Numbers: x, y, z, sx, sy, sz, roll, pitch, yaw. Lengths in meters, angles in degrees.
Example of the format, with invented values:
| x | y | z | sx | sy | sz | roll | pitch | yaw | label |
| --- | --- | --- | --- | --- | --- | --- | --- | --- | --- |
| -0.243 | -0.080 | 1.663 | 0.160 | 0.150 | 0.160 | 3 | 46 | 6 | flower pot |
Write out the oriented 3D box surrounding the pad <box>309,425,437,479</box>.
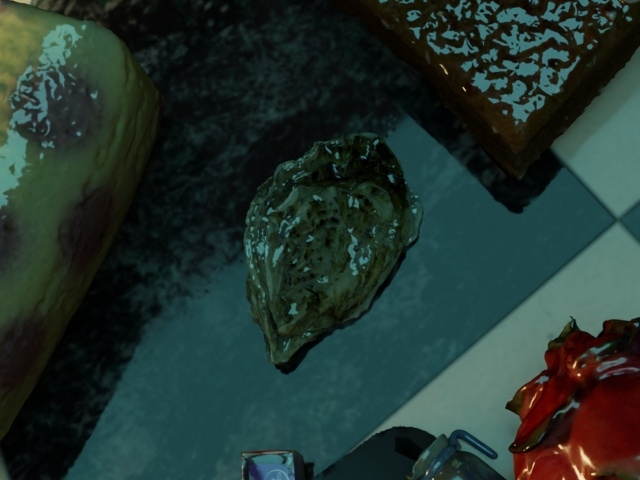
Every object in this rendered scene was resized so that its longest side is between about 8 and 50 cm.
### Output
| x | y | z | sx | sy | sz | roll | pitch | yaw | label |
| --- | --- | --- | --- | --- | --- | --- | --- | --- | --- |
| 0.010 | 0.351 | 1.068 | 0.375 | 0.063 | 0.315 | -33 | 74 | -12 | pad |

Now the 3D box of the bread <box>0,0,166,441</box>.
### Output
| x | y | z | sx | sy | sz | roll | pitch | yaw | label |
| --- | --- | --- | --- | --- | --- | --- | --- | --- | --- |
| -0.243 | 0.006 | 1.094 | 0.155 | 0.187 | 0.338 | 23 | 79 | 15 | bread |

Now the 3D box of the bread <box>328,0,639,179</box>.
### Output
| x | y | z | sx | sy | sz | roll | pitch | yaw | label |
| --- | --- | --- | --- | --- | --- | --- | --- | --- | --- |
| 0.055 | -0.245 | 1.153 | 0.165 | 0.113 | 0.416 | -44 | 75 | -5 | bread |

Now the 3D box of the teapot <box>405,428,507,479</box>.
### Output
| x | y | z | sx | sy | sz | roll | pitch | yaw | label |
| --- | --- | --- | --- | --- | --- | --- | --- | --- | --- |
| 0.109 | 0.173 | 1.078 | 0.083 | 0.049 | 0.063 | 40 | 76 | 11 | teapot |

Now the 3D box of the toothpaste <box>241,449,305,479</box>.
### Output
| x | y | z | sx | sy | sz | roll | pitch | yaw | label |
| --- | --- | --- | --- | --- | --- | --- | --- | --- | --- |
| -0.027 | 0.245 | 1.053 | 0.047 | 0.040 | 0.196 | -4 | 70 | -1 | toothpaste |

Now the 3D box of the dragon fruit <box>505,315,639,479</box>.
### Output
| x | y | z | sx | sy | sz | roll | pitch | yaw | label |
| --- | --- | --- | --- | --- | --- | --- | --- | --- | --- |
| 0.225 | 0.171 | 1.000 | 0.193 | 0.192 | 0.274 | -34 | 69 | 37 | dragon fruit |

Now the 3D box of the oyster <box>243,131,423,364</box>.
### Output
| x | y | z | sx | sy | sz | roll | pitch | yaw | label |
| --- | --- | --- | --- | --- | --- | --- | --- | --- | --- |
| 0.000 | 0.000 | 1.133 | 0.177 | 0.064 | 0.125 | -41 | 91 | -14 | oyster |
